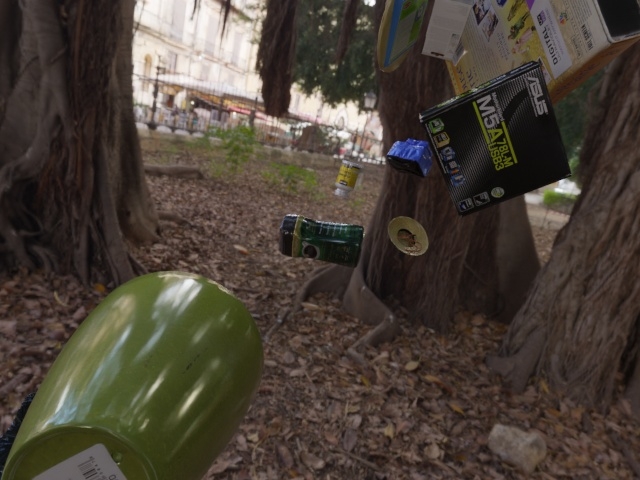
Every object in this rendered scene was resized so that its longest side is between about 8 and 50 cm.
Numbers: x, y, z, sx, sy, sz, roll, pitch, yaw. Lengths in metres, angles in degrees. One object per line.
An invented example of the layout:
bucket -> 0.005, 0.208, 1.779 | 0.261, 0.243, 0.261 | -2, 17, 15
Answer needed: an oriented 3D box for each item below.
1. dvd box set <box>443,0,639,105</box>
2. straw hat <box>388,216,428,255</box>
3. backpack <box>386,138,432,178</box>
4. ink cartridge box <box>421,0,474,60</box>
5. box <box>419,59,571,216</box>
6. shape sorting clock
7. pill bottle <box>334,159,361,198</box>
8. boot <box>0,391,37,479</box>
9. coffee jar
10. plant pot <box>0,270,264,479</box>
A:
dvd box set -> 0.341, -0.369, 0.766 | 0.062, 0.307, 0.420 | -14, -8, -5
straw hat -> 0.269, 0.000, 1.380 | 0.144, 0.061, 0.144 | 8, 58, -12
backpack -> 0.270, -0.252, 1.306 | 0.120, 0.101, 0.098 | 18, -23, 37
ink cartridge box -> 0.225, -0.383, 0.772 | 0.063, 0.029, 0.115 | 18, -26, 8
box -> 0.279, -0.154, 0.693 | 0.184, 0.190, 0.045 | -20, 23, 21
shape sorting clock -> 0.167, -0.451, 0.883 | 0.040, 0.206, 0.206 | 31, 18, 16
pill bottle -> 0.087, -0.201, 1.430 | 0.065, 0.116, 0.065 | 17, 10, -3
boot -> -0.413, 0.283, 0.616 | 0.045, 0.099, 0.121 | 13, 51, -6
coffee jar -> 0.000, 0.000, 0.954 | 0.184, 0.096, 0.079 | 10, 49, 1
plant pot -> -0.216, 0.199, 0.516 | 0.275, 0.275, 0.293 | 11, 6, -5
